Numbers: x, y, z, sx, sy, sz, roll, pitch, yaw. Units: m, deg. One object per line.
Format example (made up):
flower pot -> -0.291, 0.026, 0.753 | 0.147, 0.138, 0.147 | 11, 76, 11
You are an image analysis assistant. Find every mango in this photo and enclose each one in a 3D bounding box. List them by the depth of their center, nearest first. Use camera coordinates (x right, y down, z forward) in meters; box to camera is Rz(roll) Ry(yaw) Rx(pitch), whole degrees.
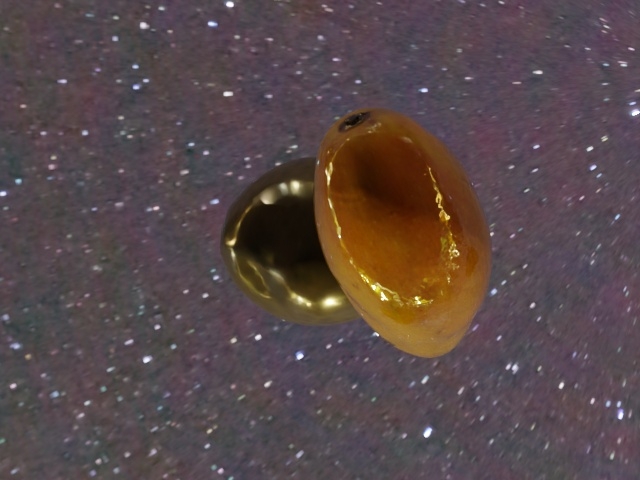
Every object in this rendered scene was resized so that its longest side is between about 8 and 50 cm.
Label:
mango -> 0.064, 0.012, 0.769 | 0.113, 0.253, 0.138 | -36, -127, -12

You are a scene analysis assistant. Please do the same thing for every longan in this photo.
longan -> 0.000, 0.000, 1.126 | 0.212, 0.198, 0.198 | -4, -82, 54
